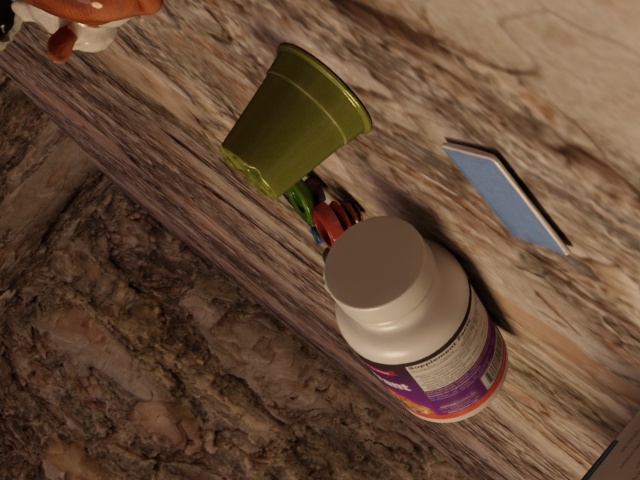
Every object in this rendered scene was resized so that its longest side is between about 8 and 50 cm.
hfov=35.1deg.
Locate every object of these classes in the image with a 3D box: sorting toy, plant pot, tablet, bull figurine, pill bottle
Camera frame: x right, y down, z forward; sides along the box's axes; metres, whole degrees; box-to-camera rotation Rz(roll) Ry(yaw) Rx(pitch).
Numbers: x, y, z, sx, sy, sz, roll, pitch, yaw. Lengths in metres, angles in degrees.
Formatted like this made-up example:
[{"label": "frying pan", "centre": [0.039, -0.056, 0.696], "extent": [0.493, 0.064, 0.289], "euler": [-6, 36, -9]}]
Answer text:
[{"label": "sorting toy", "centre": [0.008, -0.029, 0.915], "extent": [0.102, 0.042, 0.061], "euler": [50, 163, 42]}, {"label": "plant pot", "centre": [-0.023, -0.072, 0.668], "extent": [0.083, 0.079, 0.083], "euler": [41, 172, 7]}, {"label": "tablet", "centre": [0.106, -0.024, 0.580], "extent": [0.083, 0.006, 0.054], "euler": [47, 170, -28]}, {"label": "bull figurine", "centre": [-0.171, -0.197, 0.622], "extent": [0.188, 0.101, 0.310], "euler": [47, 170, -23]}, {"label": "pill bottle", "centre": [0.076, 0.063, 0.811], "extent": [0.108, 0.108, 0.193], "euler": [35, 169, 38]}]

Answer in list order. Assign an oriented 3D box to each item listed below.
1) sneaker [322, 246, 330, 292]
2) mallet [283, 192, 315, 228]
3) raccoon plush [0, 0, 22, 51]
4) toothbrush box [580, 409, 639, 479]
[{"label": "sneaker", "centre": [0.060, 0.059, 1.081], "extent": [0.166, 0.065, 0.076], "euler": [49, -175, -27]}, {"label": "mallet", "centre": [0.000, 0.000, 0.995], "extent": [0.189, 0.062, 0.039], "euler": [44, -151, 3]}, {"label": "raccoon plush", "centre": [-0.344, -0.322, 0.744], "extent": [0.216, 0.447, 0.299], "euler": [-1, -164, 14]}, {"label": "toothbrush box", "centre": [0.225, 0.259, 0.772], "extent": [0.126, 0.216, 0.295], "euler": [39, 170, 20]}]
